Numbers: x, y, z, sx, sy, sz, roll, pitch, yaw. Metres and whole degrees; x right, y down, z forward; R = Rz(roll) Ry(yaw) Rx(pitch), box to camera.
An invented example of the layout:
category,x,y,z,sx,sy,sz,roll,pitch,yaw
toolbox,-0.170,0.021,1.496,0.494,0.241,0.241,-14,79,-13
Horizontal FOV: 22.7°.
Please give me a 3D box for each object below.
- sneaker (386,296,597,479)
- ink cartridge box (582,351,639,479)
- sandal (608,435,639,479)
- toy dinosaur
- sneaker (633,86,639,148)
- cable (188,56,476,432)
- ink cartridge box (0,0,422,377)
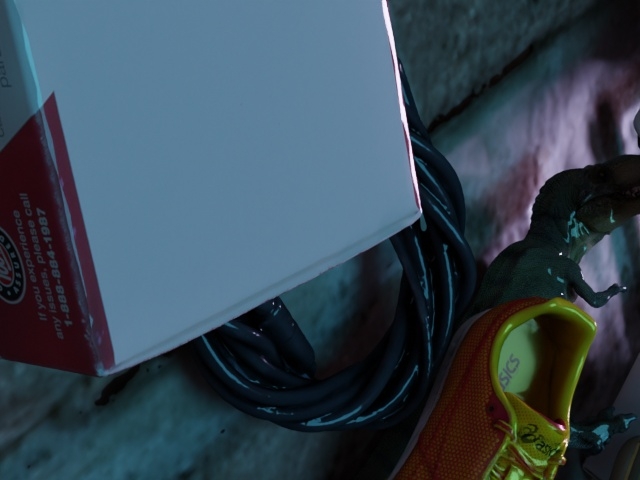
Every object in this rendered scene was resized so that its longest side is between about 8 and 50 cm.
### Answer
category,x,y,z,sx,sy,sz,roll,pitch,yaw
sneaker,0.065,0.098,0.657,0.064,0.067,0.175,26,67,-20
ink cartridge box,0.210,0.076,0.859,0.135,0.056,0.099,-31,149,-44
sandal,0.121,0.175,0.794,0.180,0.049,0.072,-65,152,-6
toy dinosaur,0.094,0.075,0.752,0.118,0.064,0.268,52,56,-16
sneaker,0.231,-0.123,0.820,0.110,0.118,0.292,44,40,-41
cable,0.000,0.000,0.641,0.150,0.047,0.185,-35,116,-43
ink cartridge box,-0.085,-0.050,0.445,0.127,0.176,0.128,-27,112,-43
